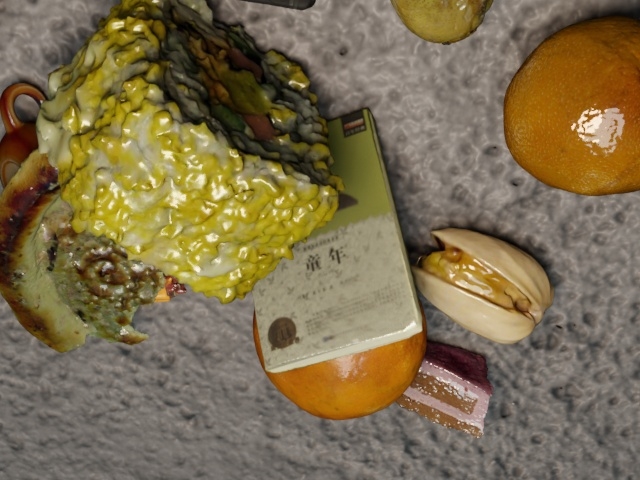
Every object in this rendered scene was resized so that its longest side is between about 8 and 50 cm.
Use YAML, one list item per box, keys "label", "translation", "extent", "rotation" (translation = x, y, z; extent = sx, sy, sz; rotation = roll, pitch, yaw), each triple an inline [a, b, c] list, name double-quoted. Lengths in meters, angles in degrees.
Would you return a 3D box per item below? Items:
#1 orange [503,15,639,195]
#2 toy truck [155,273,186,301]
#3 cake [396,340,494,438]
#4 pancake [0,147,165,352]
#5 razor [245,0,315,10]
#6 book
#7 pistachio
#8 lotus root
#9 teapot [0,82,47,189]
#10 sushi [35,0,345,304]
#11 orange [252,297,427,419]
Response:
- label: "orange"
  translation: [0.371, -0.172, 1.384]
  extent: [0.264, 0.264, 0.264]
  rotation: [3, 123, 4]
- label: "toy truck"
  translation: [-0.262, -0.035, 1.623]
  extent: [0.135, 0.114, 0.270]
  rotation: [-4, 124, 3]
- label: "cake"
  translation: [0.158, 0.218, 1.765]
  extent: [0.295, 0.113, 0.116]
  rotation: [22, 122, 8]
- label: "pancake"
  translation: [-0.355, 0.035, 1.549]
  extent: [0.304, 0.067, 0.427]
  rotation: [19, 129, -19]
- label: "razor"
  translation: [-0.076, -0.366, 1.419]
  extent: [0.148, 0.054, 0.090]
  rotation: [8, 123, 2]
- label: "book"
  translation: [0.000, 0.000, 1.505]
  extent: [0.239, 0.352, 0.035]
  rotation: [-19, 157, 17]
- label: "pistachio"
  translation: [0.254, 0.067, 1.618]
  extent: [0.229, 0.157, 0.157]
  rotation: [29, 121, -5]
- label: "lotus root"
  translation: [0.142, -0.384, 1.328]
  extent: [0.154, 0.154, 0.278]
  rotation: [-11, 126, 13]
- label: "teapot"
  translation: [-0.412, -0.122, 1.583]
  extent: [0.178, 0.135, 0.252]
  rotation: [-1, 112, 44]
- label: "sushi"
  translation: [-0.179, -0.147, 1.372]
  extent: [0.351, 0.396, 0.240]
  rotation: [25, 124, -32]
- label: "orange"
  translation: [0.026, 0.139, 1.609]
  extent: [0.284, 0.226, 0.284]
  rotation: [15, 113, 38]
